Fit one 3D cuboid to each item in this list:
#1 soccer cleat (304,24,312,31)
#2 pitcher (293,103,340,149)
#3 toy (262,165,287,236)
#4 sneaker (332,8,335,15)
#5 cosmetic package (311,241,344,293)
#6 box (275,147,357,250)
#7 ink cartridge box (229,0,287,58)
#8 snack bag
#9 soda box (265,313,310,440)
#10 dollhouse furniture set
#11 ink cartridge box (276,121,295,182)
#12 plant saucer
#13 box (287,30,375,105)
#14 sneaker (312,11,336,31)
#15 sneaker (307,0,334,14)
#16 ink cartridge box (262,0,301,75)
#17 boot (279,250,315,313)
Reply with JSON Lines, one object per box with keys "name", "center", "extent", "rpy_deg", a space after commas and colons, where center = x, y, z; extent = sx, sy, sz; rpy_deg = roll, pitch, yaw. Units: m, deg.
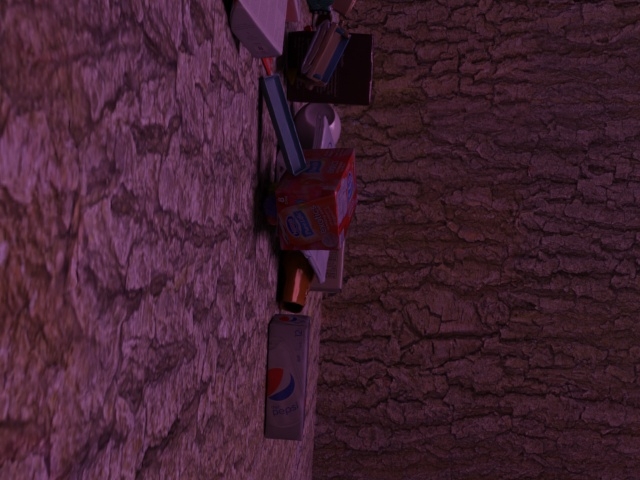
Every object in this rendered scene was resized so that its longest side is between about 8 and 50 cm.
{"name": "soccer cleat", "center": [-0.033, -0.559, 2.109], "extent": [0.035, 0.029, 0.083], "rpy_deg": [29, 60, -81]}
{"name": "pitcher", "center": [-0.014, -0.297, 1.994], "extent": [0.207, 0.125, 0.177], "rpy_deg": [108, -14, -65]}
{"name": "toy", "center": [-0.086, -0.073, 1.574], "extent": [0.237, 0.056, 0.136], "rpy_deg": [8, 83, -80]}
{"name": "sneaker", "center": [0.038, -0.611, 2.451], "extent": [0.105, 0.115, 0.281], "rpy_deg": [-34, 127, -85]}
{"name": "cosmetic package", "center": [0.000, 0.000, 2.220], "extent": [0.129, 0.153, 0.296], "rpy_deg": [70, 25, -78]}
{"name": "box", "center": [-0.002, -0.089, 1.523], "extent": [0.257, 0.123, 0.128], "rpy_deg": [-67, 155, -63]}
{"name": "ink cartridge box", "center": [-0.112, -0.407, 1.103], "extent": [0.232, 0.066, 0.189], "rpy_deg": [37, 55, -60]}
{"name": "snack bag", "center": [-0.001, -0.086, 1.846], "extent": [0.323, 0.037, 0.342], "rpy_deg": [67, 30, -71]}
{"name": "soda box", "center": [-0.078, 0.325, 1.801], "extent": [0.098, 0.091, 0.286], "rpy_deg": [-72, 166, -79]}
{"name": "dollhouse furniture set", "center": [-0.035, -0.485, 1.618], "extent": [0.303, 0.198, 0.286], "rpy_deg": [-63, 179, 12]}
{"name": "ink cartridge box", "center": [-0.079, -0.199, 1.764], "extent": [0.145, 0.045, 0.179], "rpy_deg": [63, 22, -81]}
{"name": "plant saucer", "center": [-0.071, -0.219, 1.440], "extent": [0.067, 0.018, 0.192], "rpy_deg": [-41, 116, -61]}
{"name": "box", "center": [0.029, -0.426, 1.861], "extent": [0.167, 0.203, 0.168], "rpy_deg": [-74, 168, -74]}
{"name": "sneaker", "center": [0.007, -0.611, 2.324], "extent": [0.092, 0.087, 0.228], "rpy_deg": [49, 38, -75]}
{"name": "sneaker", "center": [0.002, -0.717, 2.155], "extent": [0.224, 0.083, 0.098], "rpy_deg": [-153, -115, -83]}
{"name": "ink cartridge box", "center": [-0.076, -0.456, 1.377], "extent": [0.275, 0.060, 0.238], "rpy_deg": [60, 33, -83]}
{"name": "boot", "center": [-0.055, 0.088, 1.994], "extent": [0.295, 0.104, 0.211], "rpy_deg": [46, 53, -78]}
